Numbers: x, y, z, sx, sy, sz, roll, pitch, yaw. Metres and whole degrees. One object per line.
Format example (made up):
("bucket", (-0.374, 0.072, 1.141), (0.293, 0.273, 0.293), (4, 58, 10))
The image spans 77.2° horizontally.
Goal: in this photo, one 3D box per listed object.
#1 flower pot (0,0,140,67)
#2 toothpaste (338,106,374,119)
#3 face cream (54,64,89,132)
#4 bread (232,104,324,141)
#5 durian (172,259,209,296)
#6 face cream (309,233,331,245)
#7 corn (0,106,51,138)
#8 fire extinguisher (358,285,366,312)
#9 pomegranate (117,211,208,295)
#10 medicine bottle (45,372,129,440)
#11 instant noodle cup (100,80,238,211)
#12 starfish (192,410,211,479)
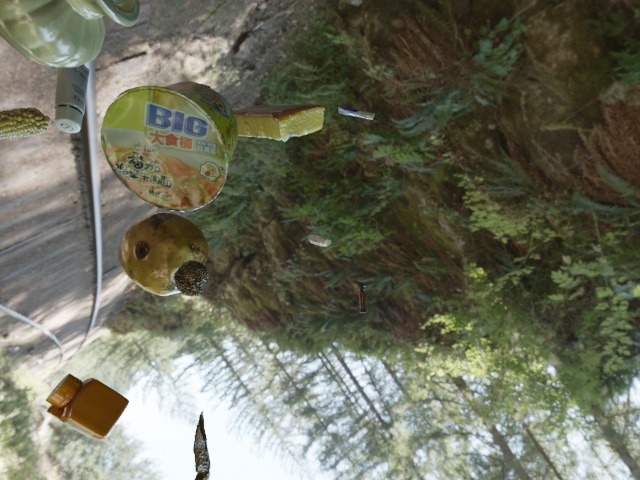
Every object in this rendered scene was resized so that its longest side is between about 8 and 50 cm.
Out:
("flower pot", (-0.575, -0.570, 0.908), (0.243, 0.308, 0.307), (-11, -171, 10))
("toothpaste", (0.080, -0.288, 0.907), (0.024, 0.083, 0.015), (65, 42, -68))
("face cream", (-0.891, -0.534, 1.432), (0.089, 0.315, 0.143), (-13, 160, 9))
("bread", (-0.147, -0.328, 1.105), (0.138, 0.077, 0.361), (-23, -153, -32))
("durian", (-0.283, 0.085, 0.889), (0.080, 0.080, 0.091), (-35, -136, -24))
("face cream", (0.000, 0.000, 1.298), (0.034, 0.034, 0.130), (-34, -164, -15))
("corn", (-0.952, -0.337, 1.177), (0.086, 0.087, 0.288), (-29, -178, 41))
("fire extinguisher", (0.135, 0.187, 1.274), (0.028, 0.084, 0.022), (-4, 169, 12))
("pomegranate", (-0.522, 0.041, 1.342), (0.281, 0.281, 0.281), (-33, -176, 3))
("medicine bottle", (-0.786, 0.551, 1.349), (0.112, 0.222, 0.149), (-28, -154, 42))
("instant noodle cup", (-0.237, -0.171, 0.677), (0.204, 0.205, 0.153), (-31, -154, 22))
("starfish", (-0.274, 0.518, 0.924), (0.043, 0.228, 0.240), (3, 176, -15))
